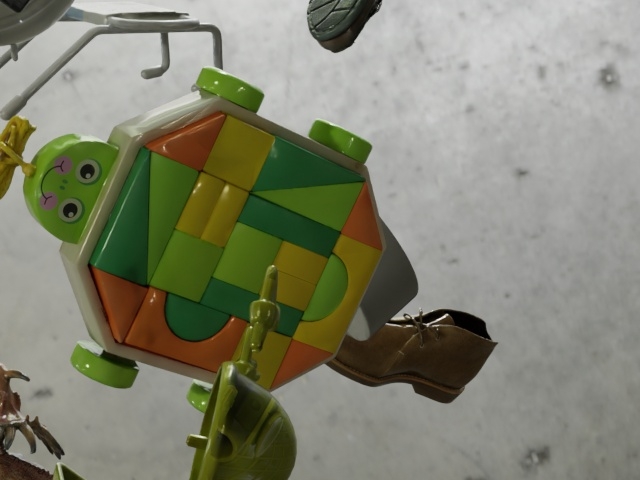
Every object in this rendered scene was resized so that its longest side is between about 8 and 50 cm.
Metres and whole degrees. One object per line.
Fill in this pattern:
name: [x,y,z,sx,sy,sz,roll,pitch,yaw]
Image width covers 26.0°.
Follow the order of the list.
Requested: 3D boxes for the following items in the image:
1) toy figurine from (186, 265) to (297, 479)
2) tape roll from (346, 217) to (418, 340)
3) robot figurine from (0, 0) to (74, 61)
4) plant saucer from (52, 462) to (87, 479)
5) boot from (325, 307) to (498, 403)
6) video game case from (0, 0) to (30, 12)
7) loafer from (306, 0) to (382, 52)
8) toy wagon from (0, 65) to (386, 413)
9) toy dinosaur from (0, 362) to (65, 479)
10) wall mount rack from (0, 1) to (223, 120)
toy figurine: [-0.002,0.218,0.990,0.217,0.362,0.191,24,44,2]
tape roll: [0.000,0.000,1.428,0.072,0.219,0.219,-41,51,-14]
robot figurine: [-0.370,-0.341,1.457,0.199,0.353,0.300,20,68,23]
plant saucer: [-0.203,0.334,1.401,0.045,0.188,0.188,-43,30,4]
boot: [0.098,0.115,1.705,0.115,0.305,0.112,-46,50,26]
video game case: [-0.162,-0.291,0.791,0.274,0.196,0.026,-46,33,11]
loafer: [0.049,-0.313,1.745,0.096,0.084,0.267,-19,37,25]
toy wagon: [-0.106,-0.002,1.117,0.068,0.344,0.267,29,95,54]
toy dinosaur: [-0.342,0.304,1.646,0.200,0.295,0.127,-44,11,11]
wall mount rack: [-0.309,-0.248,1.864,0.304,0.130,0.350,-7,15,-26]
